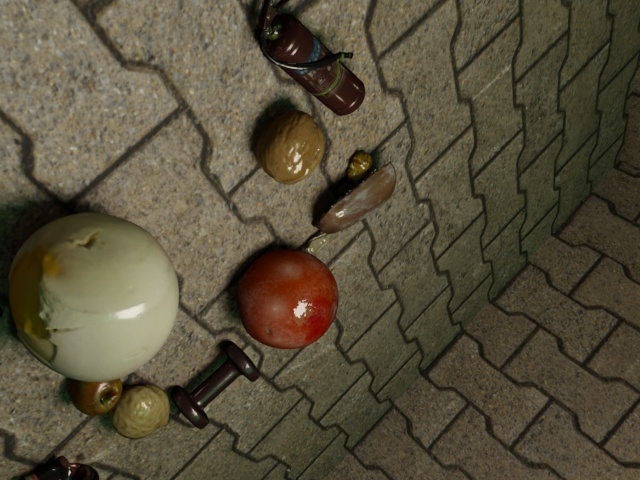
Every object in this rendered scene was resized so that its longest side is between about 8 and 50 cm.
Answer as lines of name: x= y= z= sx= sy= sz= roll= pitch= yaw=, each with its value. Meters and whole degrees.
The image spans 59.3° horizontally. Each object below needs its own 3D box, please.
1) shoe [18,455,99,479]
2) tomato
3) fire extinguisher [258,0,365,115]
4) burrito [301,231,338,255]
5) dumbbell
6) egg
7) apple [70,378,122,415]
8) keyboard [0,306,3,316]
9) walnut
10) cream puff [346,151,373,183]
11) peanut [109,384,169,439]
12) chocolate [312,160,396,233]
shoe: x=-0.614 y=0.622 z=1.394 sx=0.137 sy=0.114 sz=0.291 roll=-41 pitch=140 yaw=-23
tomato: x=-0.076 y=0.157 z=1.454 sx=0.265 sy=0.265 sz=0.265 roll=-29 pitch=139 yaw=-29
fire extinguisher: x=-0.020 y=-0.385 z=1.167 sx=0.341 sy=0.105 sz=0.141 roll=26 pitch=86 yaw=-54
burrito: x=0.000 y=0.000 z=1.574 sx=0.149 sy=0.041 sz=0.055 roll=-40 pitch=166 yaw=-22
dumbbell: x=-0.283 y=0.388 z=1.520 sx=0.225 sy=0.140 sz=0.124 roll=-42 pitch=100 yaw=-15
egg: x=-0.405 y=0.113 z=1.030 sx=0.283 sy=0.283 sz=0.345 roll=-26 pitch=150 yaw=-31
apple: x=-0.508 y=0.334 z=1.263 sx=0.099 sy=0.102 sz=0.114 roll=-34 pitch=135 yaw=-43
keyboard: x=-0.713 y=0.164 z=0.952 sx=0.310 sy=0.018 sz=0.101 roll=-27 pitch=136 yaw=-30
walnut: x=-0.067 y=-0.206 z=1.240 sx=0.166 sy=0.149 sz=0.166 roll=23 pitch=90 yaw=-85
cream puff: x=0.109 y=-0.193 z=1.509 sx=0.083 sy=0.058 sz=0.083 roll=-46 pitch=145 yaw=-4
peanut: x=-0.444 y=0.425 z=1.399 sx=0.140 sy=0.109 sz=0.159 roll=-43 pitch=142 yaw=12
chocolate: x=0.108 y=-0.099 z=1.517 sx=0.261 sy=0.083 sz=0.161 roll=-38 pitch=175 yaw=-14
